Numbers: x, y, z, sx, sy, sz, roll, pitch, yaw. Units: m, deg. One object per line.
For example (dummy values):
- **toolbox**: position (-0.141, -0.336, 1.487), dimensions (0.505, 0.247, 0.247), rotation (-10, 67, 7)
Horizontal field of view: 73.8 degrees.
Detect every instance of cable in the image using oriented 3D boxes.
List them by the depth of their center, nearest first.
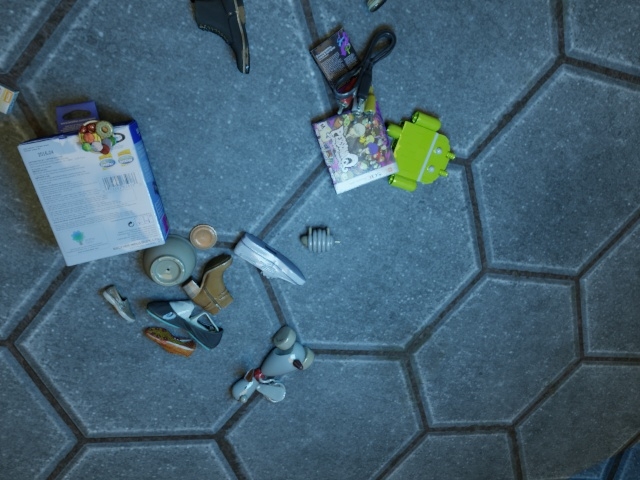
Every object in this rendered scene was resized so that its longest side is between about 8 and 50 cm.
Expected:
- **cable**: position (0.124, -0.488, 1.248), dimensions (0.139, 0.072, 0.288), rotation (19, 79, -4)

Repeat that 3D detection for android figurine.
- **android figurine**: position (0.313, -0.285, 1.395), dimensions (0.272, 0.056, 0.248), rotation (17, 105, -18)

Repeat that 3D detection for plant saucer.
- **plant saucer**: position (-0.367, -0.010, 1.341), dimensions (0.083, 0.013, 0.084), rotation (-5, 111, -13)

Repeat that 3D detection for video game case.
- **video game case**: position (0.108, -0.285, 1.317), dimensions (0.210, 0.042, 0.232), rotation (-20, 105, 2)

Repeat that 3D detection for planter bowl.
- **planter bowl**: position (-0.461, 0.073, 1.296), dimensions (0.161, 0.109, 0.162), rotation (-5, 111, -12)

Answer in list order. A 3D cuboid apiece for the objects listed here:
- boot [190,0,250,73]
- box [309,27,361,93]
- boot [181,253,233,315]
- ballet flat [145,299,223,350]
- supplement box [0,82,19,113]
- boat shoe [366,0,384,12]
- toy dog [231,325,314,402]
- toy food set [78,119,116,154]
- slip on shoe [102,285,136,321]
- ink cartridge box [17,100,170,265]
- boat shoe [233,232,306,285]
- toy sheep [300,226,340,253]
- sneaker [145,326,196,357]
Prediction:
- **boot**: position (-0.263, -0.546, 1.142), dimensions (0.136, 0.077, 0.198), rotation (-7, 99, -7)
- **box**: position (0.057, -0.516, 1.254), dimensions (0.116, 0.029, 0.162), rotation (-36, 116, -1)
- **boot**: position (-0.328, 0.144, 1.382), dimensions (0.197, 0.073, 0.152), rotation (-34, 116, 9)
- **ballet flat**: position (-0.428, 0.253, 1.389), dimensions (0.096, 0.095, 0.280), rotation (-49, 125, -4)
- **supplement box**: position (-0.827, -0.371, 1.072), dimensions (0.098, 0.036, 0.062), rotation (25, 103, -22)
- **boat shoe**: position (0.186, -0.729, 1.195), dimensions (0.072, 0.068, 0.190), rotation (43, 85, -12)
- **toy dog**: position (-0.159, 0.471, 1.496), dimensions (0.220, 0.161, 0.334), rotation (26, 102, -22)
- **toy food set**: position (-0.545, -0.251, 1.041), dimensions (0.083, 0.020, 0.083), rotation (-5, 109, -14)
- **slip on shoe**: position (-0.621, 0.198, 1.337), dimensions (0.041, 0.051, 0.135), rotation (-38, 109, -11)
- **ink cartridge box**: position (-0.597, -0.162, 1.149), dimensions (0.269, 0.151, 0.396), rotation (-14, 114, -10)
- **boat shoe**: position (-0.165, 0.078, 1.394), dimensions (0.258, 0.095, 0.084), rotation (38, 101, -13)
- **toy sheep**: position (0.000, 0.000, 1.403), dimensions (0.131, 0.091, 0.091), rotation (1, 111, 5)
- **sneaker**: position (-0.502, 0.343, 1.414), dimensions (0.175, 0.064, 0.067), rotation (33, 109, -20)
